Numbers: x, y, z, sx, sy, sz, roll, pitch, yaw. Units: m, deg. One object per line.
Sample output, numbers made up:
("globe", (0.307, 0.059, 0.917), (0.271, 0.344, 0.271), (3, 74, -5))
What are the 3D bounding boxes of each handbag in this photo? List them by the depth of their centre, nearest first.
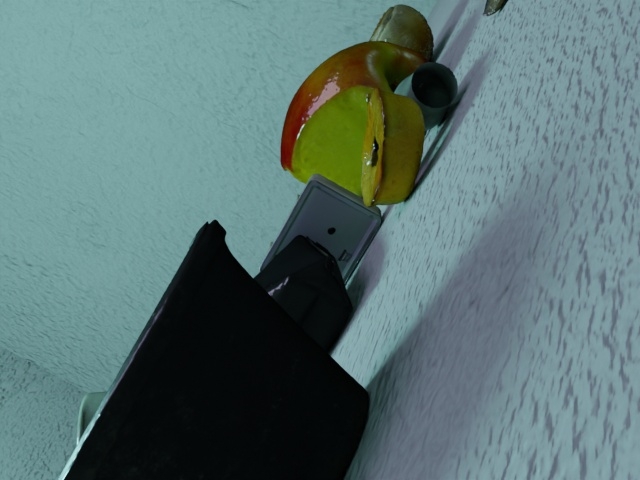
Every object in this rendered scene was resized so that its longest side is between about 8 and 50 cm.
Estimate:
("handbag", (-0.083, 0.136, 1.729), (0.342, 0.152, 0.288), (-54, 12, 14))

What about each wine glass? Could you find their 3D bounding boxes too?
("wine glass", (0.161, -0.222, 1.791), (0.093, 0.093, 0.202), (-62, 2, -14))

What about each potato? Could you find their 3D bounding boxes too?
("potato", (0.303, -0.415, 1.814), (0.037, 0.036, 0.093), (36, 120, 50))

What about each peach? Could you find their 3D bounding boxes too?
("peach", (0.057, -0.245, 2.204), (0.380, 0.242, 0.306), (-58, 10, 41))

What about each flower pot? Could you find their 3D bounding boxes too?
("flower pot", (-0.110, 0.201, 1.144), (0.379, 0.251, 0.379), (-58, 6, 9))

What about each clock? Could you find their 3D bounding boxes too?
("clock", (0.000, 0.000, 1.869), (0.192, 0.147, 0.071), (-60, 5, 16))

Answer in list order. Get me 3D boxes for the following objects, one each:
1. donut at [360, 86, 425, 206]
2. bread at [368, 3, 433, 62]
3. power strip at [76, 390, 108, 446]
("donut", (0.111, -0.141, 1.692), (0.174, 0.074, 0.190), (-108, 22, -62))
("bread", (0.157, -0.396, 2.537), (0.306, 0.158, 0.305), (-60, 8, 14))
("power strip", (-0.336, 0.437, 1.958), (0.357, 0.161, 0.358), (176, 90, -85))
